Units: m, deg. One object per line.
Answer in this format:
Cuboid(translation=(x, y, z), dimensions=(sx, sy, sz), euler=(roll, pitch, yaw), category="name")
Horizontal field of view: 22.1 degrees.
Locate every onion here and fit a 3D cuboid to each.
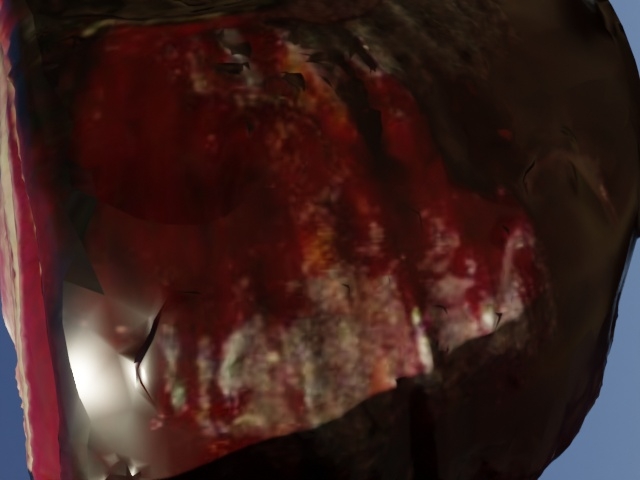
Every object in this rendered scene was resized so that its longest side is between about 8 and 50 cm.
Cuboid(translation=(0.002, 0.003, 0.517), dimensions=(0.207, 0.206, 0.216), euler=(-117, 21, -57), category="onion")
